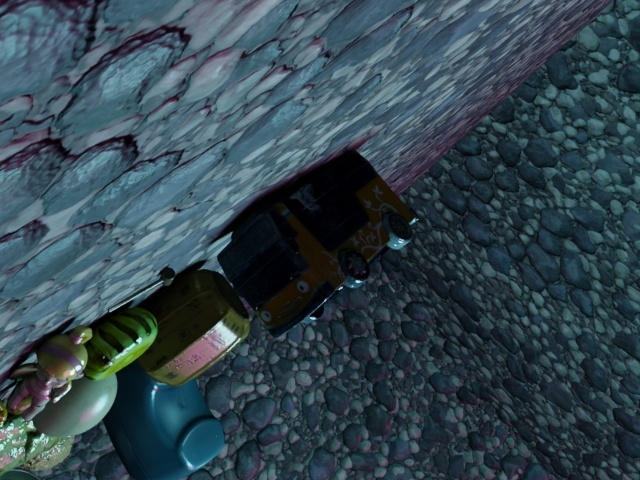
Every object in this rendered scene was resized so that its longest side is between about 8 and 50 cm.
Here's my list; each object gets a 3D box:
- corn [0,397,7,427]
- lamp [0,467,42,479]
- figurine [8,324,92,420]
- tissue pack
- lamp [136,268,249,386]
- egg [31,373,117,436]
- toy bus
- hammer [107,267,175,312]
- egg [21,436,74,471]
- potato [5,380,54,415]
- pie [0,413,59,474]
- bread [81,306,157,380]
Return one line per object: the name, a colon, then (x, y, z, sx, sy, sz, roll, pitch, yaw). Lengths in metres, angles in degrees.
corn: (-0.466, 0.254, 0.974, 0.313, 0.102, 0.102, -36, 176, -29)
lamp: (-0.593, 0.472, 1.733, 0.147, 0.172, 0.227, -21, -174, -23)
figurine: (-0.366, 0.177, 1.247, 0.187, 0.083, 0.083, -48, 171, 36)
tissue pack: (-0.353, 0.364, 1.966, 0.206, 0.287, 0.198, -21, -175, 28)
lamp: (-0.221, 0.146, 1.562, 0.185, 0.161, 0.161, -35, 176, 5)
egg: (-0.391, 0.247, 1.468, 0.152, 0.114, 0.114, -44, 176, 6)
toy bus: (0.000, 0.000, 1.515, 0.162, 0.194, 0.323, -40, 179, 40)
hammer: (-0.261, 0.074, 1.350, 0.110, 0.019, 0.035, -30, 173, -25)
egg: (-0.546, 0.395, 1.833, 0.118, 0.116, 0.140, -9, 179, 7)
potato: (-0.424, 0.219, 1.364, 0.092, 0.046, 0.045, -45, 136, -15)
pie: (-0.523, 0.343, 1.601, 0.201, 0.090, 0.248, -36, 174, 35)
bread: (-0.311, 0.155, 1.412, 0.139, 0.071, 0.130, -37, 177, -34)
